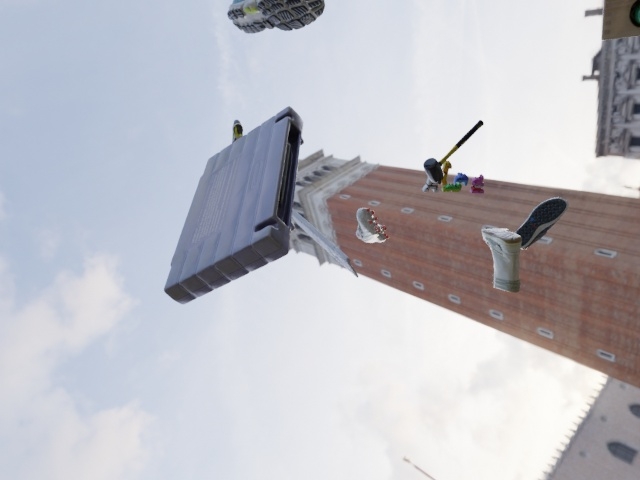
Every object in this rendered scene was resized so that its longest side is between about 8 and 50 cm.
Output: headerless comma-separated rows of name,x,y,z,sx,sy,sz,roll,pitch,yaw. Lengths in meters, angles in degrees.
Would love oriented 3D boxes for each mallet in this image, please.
mallet,0.325,-0.229,1.143,0.189,0.039,0.062,-50,-44,5

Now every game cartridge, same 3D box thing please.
game cartridge,-0.139,-0.071,0.809,0.068,0.230,0.354,41,-146,-32

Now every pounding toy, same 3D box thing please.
pounding toy,0.463,-0.343,0.637,0.141,0.130,0.100,-50,-45,-45

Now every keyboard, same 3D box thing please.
keyboard,0.000,0.000,1.086,0.014,0.256,0.072,-38,-43,-11

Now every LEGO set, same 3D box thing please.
LEGO set,0.473,-0.230,1.668,0.228,0.087,0.093,0,-55,-11

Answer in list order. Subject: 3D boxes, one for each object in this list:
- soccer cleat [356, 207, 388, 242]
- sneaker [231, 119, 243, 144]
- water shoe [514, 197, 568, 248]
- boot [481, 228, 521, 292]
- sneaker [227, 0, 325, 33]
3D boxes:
soccer cleat,0.125,-0.031,1.255,0.196,0.076,0.068,36,-138,-62
sneaker,-0.203,-0.262,1.156,0.031,0.035,0.083,1,-39,-15
water shoe,0.696,-0.054,1.483,0.203,0.072,0.080,-46,-32,19
boot,0.523,0.052,1.355,0.077,0.213,0.164,-6,-79,2
sneaker,-0.106,-0.558,1.075,0.107,0.276,0.109,32,-104,-55
